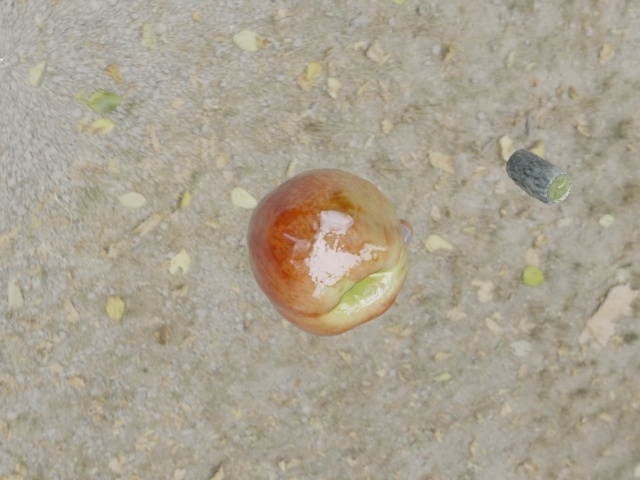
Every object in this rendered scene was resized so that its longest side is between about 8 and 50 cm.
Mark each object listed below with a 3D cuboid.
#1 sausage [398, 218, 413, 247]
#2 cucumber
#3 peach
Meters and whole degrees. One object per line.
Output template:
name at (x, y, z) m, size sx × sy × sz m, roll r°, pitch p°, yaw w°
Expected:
sausage at (0.115, 0.022, 1.301) m, size 0.053 × 0.348 × 0.053 m, roll 5°, pitch 108°, yaw 16°
cucumber at (0.345, -0.102, 1.184) m, size 0.064 × 0.112 × 0.064 m, roll -13°, pitch 123°, yaw -22°
peach at (0.000, 0.000, 1.050) m, size 0.232 × 0.256 × 0.232 m, roll -20°, pitch 135°, yaw -21°
